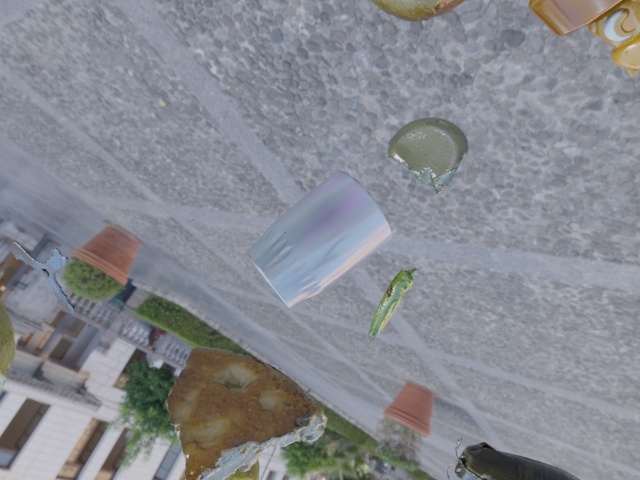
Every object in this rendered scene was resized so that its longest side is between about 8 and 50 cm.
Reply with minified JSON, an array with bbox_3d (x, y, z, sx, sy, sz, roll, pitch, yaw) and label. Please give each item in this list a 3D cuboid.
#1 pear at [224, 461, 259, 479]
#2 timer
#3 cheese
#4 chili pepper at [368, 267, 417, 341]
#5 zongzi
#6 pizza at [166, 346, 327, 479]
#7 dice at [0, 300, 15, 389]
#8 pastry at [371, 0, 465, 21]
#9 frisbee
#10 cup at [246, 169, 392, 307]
[{"bbox_3d":[-0.223,0.567,1.076,0.148,0.162,0.149,16,-166,-4],"label":"pear"},{"bbox_3d":[0.344,-0.263,0.516,0.152,0.132,0.132,48,155,-10],"label":"timer"},{"bbox_3d":[0.267,-0.225,1.119,0.202,0.175,0.091,29,-171,27],"label":"cheese"},{"bbox_3d":[0.142,0.143,0.951,0.043,0.208,0.049,25,-158,-6],"label":"chili pepper"},{"bbox_3d":[0.366,0.442,0.805,0.247,0.111,0.241,16,168,26],"label":"zongzi"},{"bbox_3d":[-0.089,0.188,0.463,0.182,0.161,0.063,11,117,18],"label":"pizza"},{"bbox_3d":[-0.493,0.122,0.432,0.233,0.238,0.227,45,-170,10],"label":"dice"},{"bbox_3d":[0.205,-0.626,0.883,0.356,0.163,0.356,30,135,36],"label":"pastry"},{"bbox_3d":[-0.599,0.067,0.988,0.187,0.012,0.211,-25,104,38],"label":"frisbee"},{"bbox_3d":[0.000,0.000,1.243,0.253,0.371,0.253,50,172,10],"label":"cup"}]
